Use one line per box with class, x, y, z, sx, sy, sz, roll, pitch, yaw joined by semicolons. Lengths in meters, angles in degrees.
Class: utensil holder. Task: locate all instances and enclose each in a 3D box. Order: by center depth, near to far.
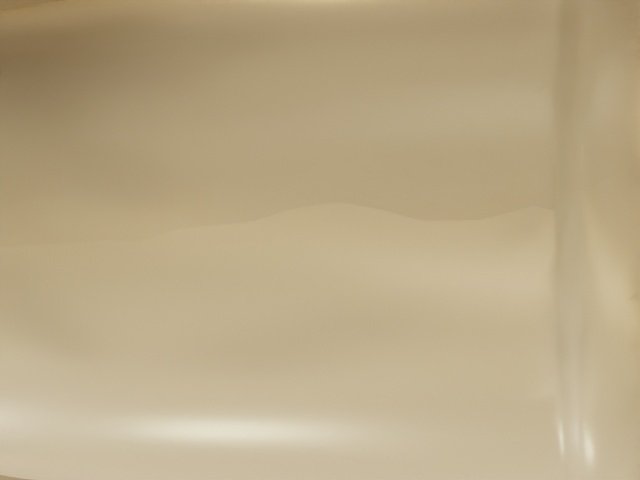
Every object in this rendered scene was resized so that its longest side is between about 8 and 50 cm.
utensil holder;0.000;0.000;0.693;0.385;0.327;0.327;-1;-131;17
